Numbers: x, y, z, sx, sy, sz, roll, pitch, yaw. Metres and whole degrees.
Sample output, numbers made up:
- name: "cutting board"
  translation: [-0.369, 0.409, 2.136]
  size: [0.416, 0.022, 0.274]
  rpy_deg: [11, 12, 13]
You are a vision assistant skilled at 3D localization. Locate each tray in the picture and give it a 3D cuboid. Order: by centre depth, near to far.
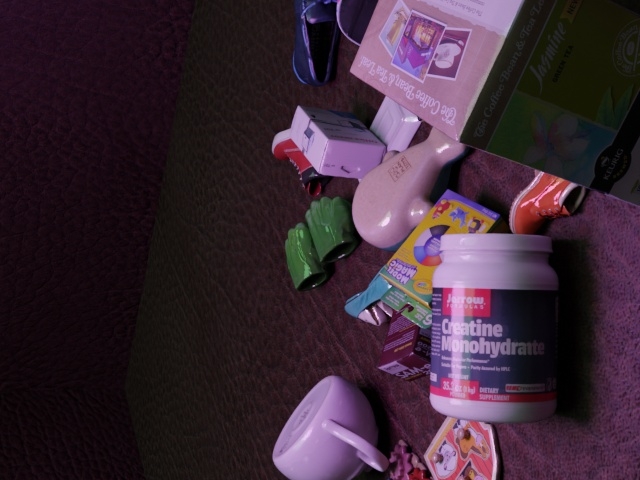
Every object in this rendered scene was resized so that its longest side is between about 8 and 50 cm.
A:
- name: "tray"
  translation: [0.130, -0.207, 1.896]
  size: [0.270, 0.030, 0.145]
  rpy_deg: [117, 146, -43]

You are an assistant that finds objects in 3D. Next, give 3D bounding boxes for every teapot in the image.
- name: "teapot"
  translation: [0.036, 0.418, 1.860]
  size: [0.252, 0.187, 0.256]
  rpy_deg: [-50, 6, 27]

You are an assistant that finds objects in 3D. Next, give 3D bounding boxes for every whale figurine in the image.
- name: "whale figurine"
  translation: [0.185, -0.096, 1.678]
  size: [0.272, 0.141, 0.216]
  rpy_deg: [-49, 37, 18]

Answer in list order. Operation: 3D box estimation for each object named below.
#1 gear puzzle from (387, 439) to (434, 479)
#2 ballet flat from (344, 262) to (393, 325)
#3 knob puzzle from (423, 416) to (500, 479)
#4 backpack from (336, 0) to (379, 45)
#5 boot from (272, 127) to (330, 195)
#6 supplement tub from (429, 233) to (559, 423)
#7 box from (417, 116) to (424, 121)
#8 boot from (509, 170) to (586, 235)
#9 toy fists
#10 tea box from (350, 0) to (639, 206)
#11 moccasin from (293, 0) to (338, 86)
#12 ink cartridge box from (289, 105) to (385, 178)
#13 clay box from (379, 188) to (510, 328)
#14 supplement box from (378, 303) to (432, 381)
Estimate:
- name: "gear puzzle"
  translation: [0.191, 0.529, 1.658]
  size: [0.339, 0.044, 0.175]
  rpy_deg: [-135, 52, -59]
- name: "ballet flat"
  translation: [0.119, 0.125, 1.828]
  size: [0.087, 0.083, 0.247]
  rpy_deg: [68, 151, 17]
- name: "knob puzzle"
  translation: [0.245, 0.387, 1.545]
  size: [0.213, 0.030, 0.213]
  rpy_deg: [-29, 56, 57]
- name: "backpack"
  translation: [0.145, -0.479, 1.664]
  size: [0.191, 0.225, 0.253]
  rpy_deg: [-82, 6, -52]
- name: "boot"
  translation: [-0.051, -0.189, 2.240]
  size: [0.244, 0.088, 0.176]
  rpy_deg: [-16, 74, 61]
- name: "supplement tub"
  translation: [0.263, 0.129, 1.359]
  size: [0.191, 0.191, 0.272]
  rpy_deg: [175, 97, -66]
- name: "box"
  translation: [0.212, -0.273, 1.690]
  size: [0.062, 0.052, 0.083]
  rpy_deg: [133, 133, -58]
- name: "boot"
  translation: [0.345, -0.052, 1.363]
  size: [0.084, 0.059, 0.158]
  rpy_deg: [63, 142, 41]
- name: "toy fists"
  translation: [0.000, 0.000, 2.093]
  size: [0.279, 0.096, 0.142]
  rpy_deg: [-50, 53, 52]
- name: "tea box"
  translation: [0.268, -0.232, 1.188]
  size: [0.329, 0.323, 0.220]
  rpy_deg: [49, 121, 57]
- name: "moccasin"
  translation: [0.011, -0.532, 2.116]
  size: [0.117, 0.138, 0.342]
  rpy_deg: [-136, 39, -54]
- name: "ink cartridge box"
  translation: [0.034, -0.209, 1.902]
  size: [0.190, 0.140, 0.082]
  rpy_deg: [-127, 47, -54]
- name: "clay box"
  translation: [0.198, 0.030, 1.506]
  size: [0.222, 0.053, 0.127]
  rpy_deg: [-50, 44, -8]
- name: "supplement box"
  translation: [0.186, 0.117, 1.580]
  size: [0.130, 0.073, 0.239]
  rpy_deg: [-38, 30, 60]
